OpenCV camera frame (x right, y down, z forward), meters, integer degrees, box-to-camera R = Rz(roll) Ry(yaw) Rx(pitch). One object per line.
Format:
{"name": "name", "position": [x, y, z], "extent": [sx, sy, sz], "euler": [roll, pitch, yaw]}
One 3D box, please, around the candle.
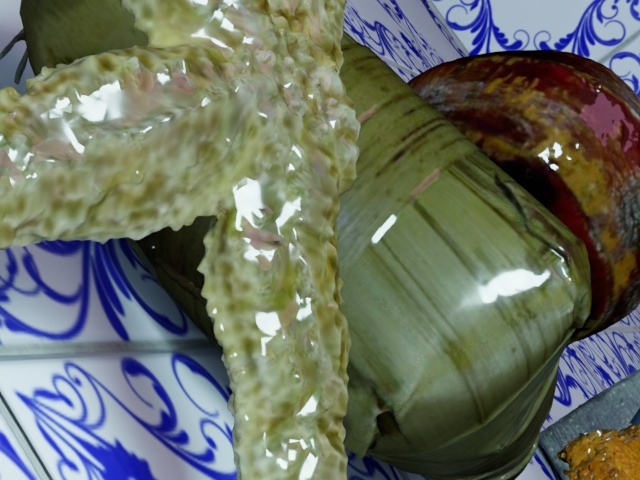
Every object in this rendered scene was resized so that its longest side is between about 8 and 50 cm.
{"name": "candle", "position": [0.303, 0.198, 1.681], "extent": [0.169, 0.192, 0.068], "euler": [-19, 66, -28]}

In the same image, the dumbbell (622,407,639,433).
{"name": "dumbbell", "position": [0.261, 0.164, 1.253], "extent": [0.156, 0.316, 0.144], "euler": [41, -17, -13]}

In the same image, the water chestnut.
{"name": "water chestnut", "position": [0.193, -0.028, 1.670], "extent": [0.350, 0.350, 0.302], "euler": [50, 56, -10]}

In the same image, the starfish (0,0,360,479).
{"name": "starfish", "position": [-0.085, -0.045, 0.769], "extent": [0.324, 0.082, 0.432], "euler": [21, 65, -34]}

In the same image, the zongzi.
{"name": "zongzi", "position": [-0.038, -0.018, 1.185], "extent": [0.500, 0.218, 0.467], "euler": [45, -13, 17]}

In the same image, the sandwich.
{"name": "sandwich", "position": [0.205, 0.206, 1.066], "extent": [0.235, 0.079, 0.159], "euler": [10, 49, -63]}
